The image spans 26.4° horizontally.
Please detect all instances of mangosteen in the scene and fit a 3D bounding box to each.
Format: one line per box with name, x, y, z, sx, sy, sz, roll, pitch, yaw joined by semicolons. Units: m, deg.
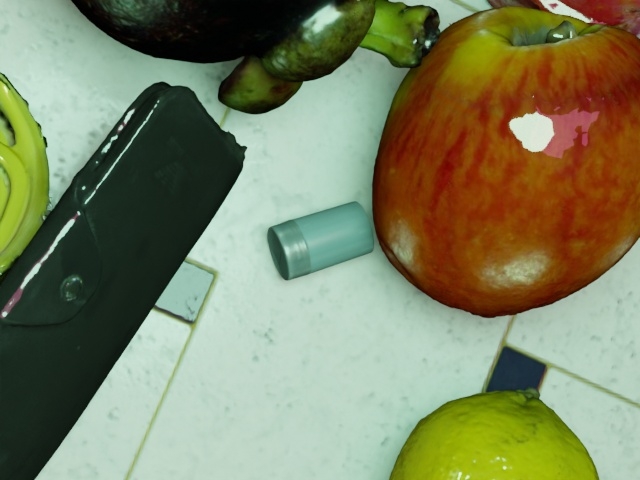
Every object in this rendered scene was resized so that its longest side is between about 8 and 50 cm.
mangosteen;-0.066;-0.276;1.091;0.330;0.330;0.330;0;88;-15

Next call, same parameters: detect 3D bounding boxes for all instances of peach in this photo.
peach;0.176;-0.063;1.180;0.281;0.238;0.281;-19;124;-30

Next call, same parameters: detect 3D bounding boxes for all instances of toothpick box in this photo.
toothpick box;0.000;0.000;1.222;0.083;0.052;0.052;-18;93;-16

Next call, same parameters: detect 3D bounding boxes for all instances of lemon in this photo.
lemon;0.149;0.236;1.183;0.192;0.192;0.231;23;82;-13

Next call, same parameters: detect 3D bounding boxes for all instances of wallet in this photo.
wallet;-0.192;0.046;1.108;0.051;0.197;0.377;29;78;22

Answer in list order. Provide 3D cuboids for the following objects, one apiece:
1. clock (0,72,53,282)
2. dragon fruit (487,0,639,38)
clock;-0.359;-0.059;1.072;0.293;0.071;0.277;34;48;-6
dragon fruit;0.313;-0.337;1.229;0.371;0.249;0.386;-45;97;-7
